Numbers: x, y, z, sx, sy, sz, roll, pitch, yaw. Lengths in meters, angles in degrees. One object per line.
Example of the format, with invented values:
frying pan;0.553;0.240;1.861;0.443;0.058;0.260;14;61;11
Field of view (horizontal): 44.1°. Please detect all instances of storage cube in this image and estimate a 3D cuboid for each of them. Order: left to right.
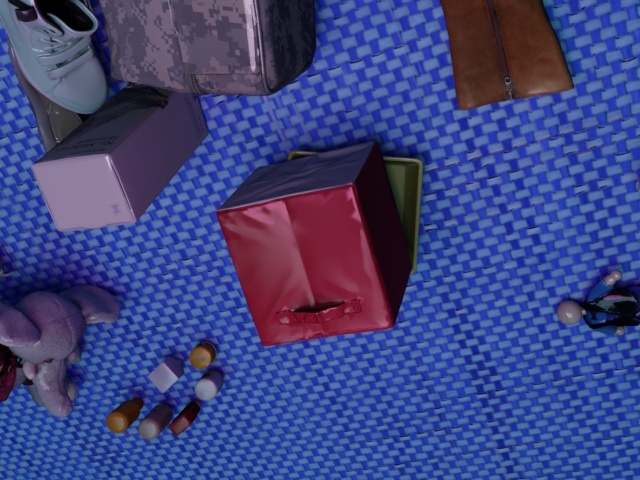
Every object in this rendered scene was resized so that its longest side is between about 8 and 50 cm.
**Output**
storage cube;0.000;0.000;1.037;0.184;0.215;0.193;-10;111;18

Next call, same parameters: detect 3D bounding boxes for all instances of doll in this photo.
doll;0.440;0.094;1.148;0.189;0.046;0.129;-8;128;23

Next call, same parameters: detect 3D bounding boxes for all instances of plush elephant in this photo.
plush elephant;-0.462;0.174;1.252;0.256;0.272;0.329;2;99;39

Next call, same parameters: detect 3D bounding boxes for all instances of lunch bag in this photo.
lunch bag;-0.156;-0.329;0.922;0.256;0.212;0.305;3;118;17

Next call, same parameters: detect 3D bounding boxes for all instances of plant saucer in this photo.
plant saucer;0.051;-0.047;1.145;0.188;0.045;0.188;5;121;9

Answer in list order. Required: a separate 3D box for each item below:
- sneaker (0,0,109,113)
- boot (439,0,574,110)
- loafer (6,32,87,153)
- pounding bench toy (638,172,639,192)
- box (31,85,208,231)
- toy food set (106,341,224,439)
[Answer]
sneaker;-0.315;-0.237;0.973;0.151;0.094;0.255;30;158;37
boot;0.257;-0.298;0.925;0.264;0.096;0.280;-13;118;18
loafer;-0.371;-0.224;1.113;0.088;0.094;0.251;-14;129;-8
pounding bench toy;0.452;-0.104;1.029;0.052;0.083;0.065;15;153;5
box;-0.248;-0.120;1.027;0.113;0.275;0.094;-6;118;15
toy food set;-0.251;0.265;1.383;0.232;0.104;0.111;-43;91;11
